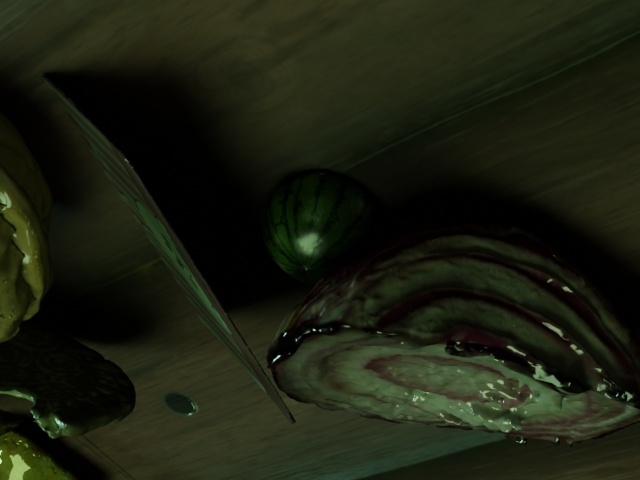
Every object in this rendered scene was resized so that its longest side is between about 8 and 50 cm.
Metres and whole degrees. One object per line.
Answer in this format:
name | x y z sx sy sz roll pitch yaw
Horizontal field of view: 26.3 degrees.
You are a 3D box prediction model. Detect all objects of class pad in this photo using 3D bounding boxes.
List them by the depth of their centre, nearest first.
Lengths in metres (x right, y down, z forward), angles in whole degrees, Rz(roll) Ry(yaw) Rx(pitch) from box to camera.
pad | -0.125 0.009 1.135 0.202 0.005 0.300 40 163 52

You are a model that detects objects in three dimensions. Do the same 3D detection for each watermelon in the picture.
watermelon | 0.000 0.000 1.127 0.105 0.062 0.105 7 136 7

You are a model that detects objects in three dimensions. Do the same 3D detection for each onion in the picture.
onion | 0.103 0.077 1.116 0.314 0.146 0.280 10 162 -14

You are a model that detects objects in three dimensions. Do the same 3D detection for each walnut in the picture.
walnut | -0.319 -0.013 1.153 0.198 0.198 0.245 7 135 17

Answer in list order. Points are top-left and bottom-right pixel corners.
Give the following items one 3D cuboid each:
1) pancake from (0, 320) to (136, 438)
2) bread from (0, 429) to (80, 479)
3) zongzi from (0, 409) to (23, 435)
pancake | -0.312 0.112 1.257 0.286 0.288 0.033 29 106 36
bread | -0.366 0.295 1.581 0.161 0.088 0.233 39 137 -22
zongzi | -0.581 0.122 1.435 0.432 0.208 0.403 -20 118 21
